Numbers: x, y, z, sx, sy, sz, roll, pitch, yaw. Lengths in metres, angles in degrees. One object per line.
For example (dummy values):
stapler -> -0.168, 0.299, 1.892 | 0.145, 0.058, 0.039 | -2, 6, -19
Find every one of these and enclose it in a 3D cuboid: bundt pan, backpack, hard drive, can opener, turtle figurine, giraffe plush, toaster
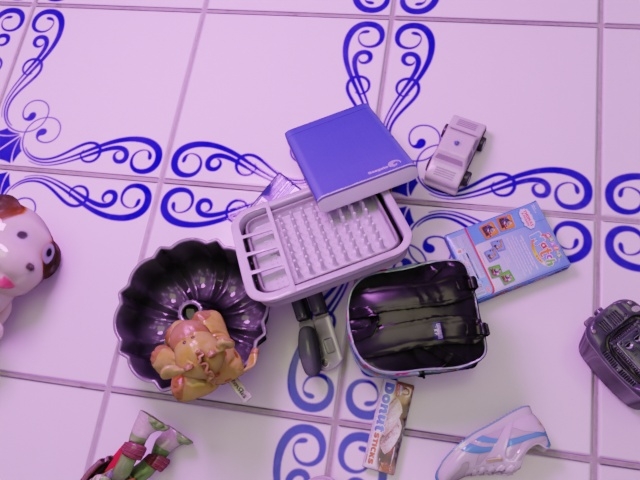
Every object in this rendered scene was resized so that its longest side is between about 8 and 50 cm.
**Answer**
bundt pan -> -0.255, 0.165, 1.398 | 0.331, 0.124, 0.330 | -3, 70, 8
backpack -> 0.174, 0.161, 1.299 | 0.254, 0.191, 0.225 | -8, 73, -5
hard drive -> 0.055, -0.191, 1.442 | 0.210, 0.040, 0.318 | -21, 37, -3
can opener -> -0.025, 0.140, 1.384 | 0.074, 0.093, 0.280 | -20, 74, 14
turtle figurine -> -0.347, 0.483, 1.259 | 0.198, 0.275, 0.266 | 38, 72, -16
giraffe plush -> -0.224, 0.213, 1.218 | 0.210, 0.170, 0.181 | 31, 76, 17
toaster -> 0.591, 0.226, 1.242 | 0.129, 0.146, 0.227 | -38, 68, -6

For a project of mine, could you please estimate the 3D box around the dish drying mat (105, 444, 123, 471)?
dish drying mat -> -0.428, 0.467, 1.372 | 0.032, 0.008, 0.083 | 35, 78, 19

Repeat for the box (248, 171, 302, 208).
box -> -0.051, -0.036, 1.483 | 0.225, 0.036, 0.136 | 39, 87, 20

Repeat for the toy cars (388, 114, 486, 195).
toy cars -> 0.207, -0.162, 1.473 | 0.394, 0.087, 0.176 | -24, 69, -1

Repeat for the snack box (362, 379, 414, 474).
snack box -> 0.136, 0.369, 1.320 | 0.064, 0.022, 0.178 | 12, 72, 14

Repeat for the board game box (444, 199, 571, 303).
board game box -> 0.392, 0.025, 1.403 | 0.212, 0.039, 0.160 | -21, 68, 1

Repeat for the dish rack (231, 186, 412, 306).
dish rack -> 0.000, 0.000, 1.334 | 0.333, 0.072, 0.285 | -21, 41, -1

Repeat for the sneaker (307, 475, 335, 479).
sneaker -> -0.088, 0.548, 1.229 | 0.112, 0.131, 0.296 | 42, 82, 18

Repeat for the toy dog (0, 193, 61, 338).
toy dog -> -0.778, 0.081, 1.456 | 0.408, 0.284, 0.395 | -27, 32, -1

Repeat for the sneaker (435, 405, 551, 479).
sneaker -> 0.321, 0.402, 1.243 | 0.229, 0.087, 0.092 | -29, 62, -5
